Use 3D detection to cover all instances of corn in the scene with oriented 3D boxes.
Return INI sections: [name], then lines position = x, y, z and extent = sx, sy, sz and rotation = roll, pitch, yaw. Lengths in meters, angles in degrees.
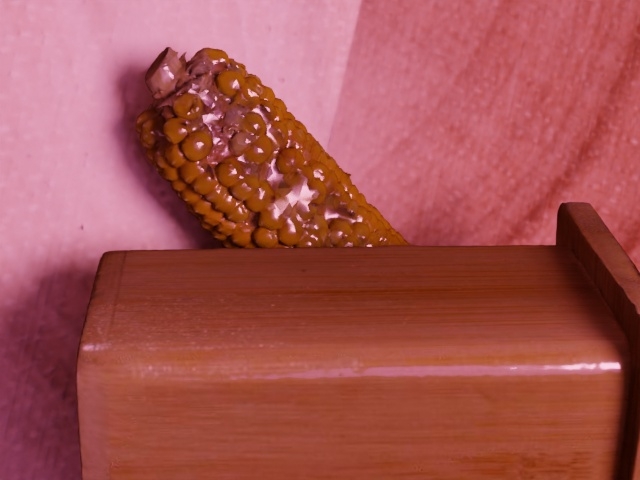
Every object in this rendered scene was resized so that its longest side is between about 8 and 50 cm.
[corn]
position = 0.000, 0.000, 0.800
extent = 0.320, 0.097, 0.097
rotation = 45, 77, -20

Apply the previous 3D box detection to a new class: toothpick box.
[toothpick box]
position = 0.024, 0.095, 0.703
extent = 0.308, 0.187, 0.190
rotation = -1, 115, -4
